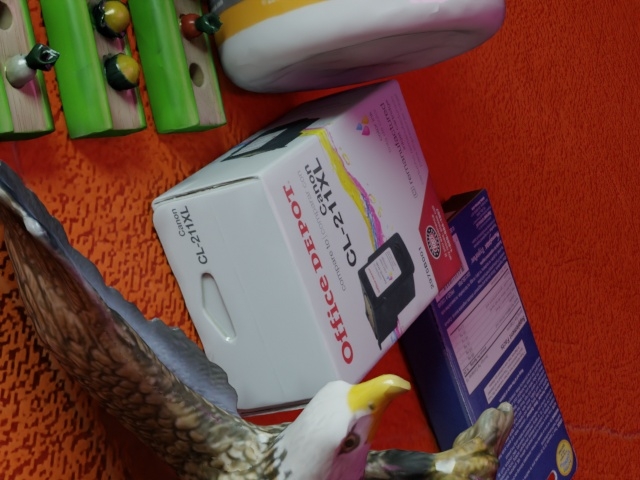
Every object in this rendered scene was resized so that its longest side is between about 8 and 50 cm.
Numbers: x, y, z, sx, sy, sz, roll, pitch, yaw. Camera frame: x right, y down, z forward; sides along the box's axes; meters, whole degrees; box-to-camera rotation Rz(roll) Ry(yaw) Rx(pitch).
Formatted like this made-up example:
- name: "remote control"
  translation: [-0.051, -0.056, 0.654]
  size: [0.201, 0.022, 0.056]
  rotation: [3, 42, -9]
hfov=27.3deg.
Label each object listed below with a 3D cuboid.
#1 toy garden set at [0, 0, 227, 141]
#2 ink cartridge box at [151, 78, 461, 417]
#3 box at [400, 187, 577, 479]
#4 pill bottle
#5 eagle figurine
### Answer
- name: "toy garden set"
  translation: [-0.127, -0.150, 0.601]
  size: [0.244, 0.049, 0.204]
  rotation: [-12, 89, -59]
- name: "ink cartridge box"
  translation: [0.000, 0.000, 0.729]
  size: [0.175, 0.072, 0.127]
  rotation: [-42, 115, -56]
- name: "box"
  translation: [0.113, 0.091, 0.912]
  size: [0.136, 0.036, 0.225]
  rotation: [-38, 110, -56]
- name: "pill bottle"
  translation: [-0.001, -0.232, 0.723]
  size: [0.162, 0.162, 0.278]
  rotation: [-6, 85, -58]
- name: "eagle figurine"
  translation: [-0.049, 0.103, 0.552]
  size: [0.298, 0.225, 0.226]
  rotation: [16, 18, -24]
